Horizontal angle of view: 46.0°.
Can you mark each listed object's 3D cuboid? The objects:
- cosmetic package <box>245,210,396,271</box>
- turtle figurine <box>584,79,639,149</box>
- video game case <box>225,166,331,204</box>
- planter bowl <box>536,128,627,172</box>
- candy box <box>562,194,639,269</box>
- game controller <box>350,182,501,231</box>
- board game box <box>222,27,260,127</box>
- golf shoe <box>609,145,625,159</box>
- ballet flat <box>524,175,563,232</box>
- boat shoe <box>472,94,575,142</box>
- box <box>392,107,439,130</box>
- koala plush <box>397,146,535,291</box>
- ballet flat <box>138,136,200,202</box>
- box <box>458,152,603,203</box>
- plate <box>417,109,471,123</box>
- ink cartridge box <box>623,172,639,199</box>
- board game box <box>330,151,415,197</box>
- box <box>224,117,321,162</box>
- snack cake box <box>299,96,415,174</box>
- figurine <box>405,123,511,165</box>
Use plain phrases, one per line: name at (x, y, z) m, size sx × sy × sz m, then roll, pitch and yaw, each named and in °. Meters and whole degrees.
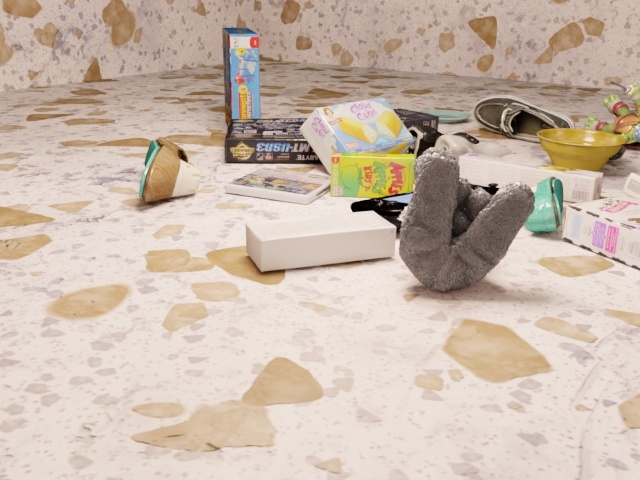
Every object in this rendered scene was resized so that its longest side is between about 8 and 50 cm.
cosmetic package at (0.000, 0.000, 1.281) m, size 0.239 × 0.060 × 0.099 m, roll -6°, pitch 19°, yaw -19°
turtle figurine at (0.838, -0.368, 2.190) m, size 0.274 × 0.198 × 0.266 m, roll 5°, pitch 15°, yaw 0°
video game case at (-0.083, -0.125, 1.698) m, size 0.201 × 0.023 × 0.183 m, roll 10°, pitch 21°, yaw 21°
planter bowl at (0.654, -0.221, 1.910) m, size 0.217 × 0.090 × 0.217 m, roll 2°, pitch 19°, yaw -1°
candy box at (0.565, -0.017, 1.346) m, size 0.164 × 0.070 × 0.196 m, roll -10°, pitch 23°, yaw -29°
game controller at (0.219, -0.077, 1.508) m, size 0.319 × 0.067 × 0.166 m, roll -11°, pitch 22°, yaw -32°
board game box at (-0.245, -0.489, 2.312) m, size 0.086 × 0.302 × 0.308 m, roll -3°, pitch 19°, yaw -11°
golf shoe at (0.728, -0.252, 2.055) m, size 0.198 × 0.077 × 0.094 m, roll 18°, pitch 10°, yaw 29°
ballet flat at (0.437, -0.074, 1.500) m, size 0.087 × 0.083 × 0.247 m, roll -7°, pitch 13°, yaw 21°
boat shoe at (0.603, -0.372, 2.296) m, size 0.335 × 0.121 × 0.119 m, roll 19°, pitch 21°, yaw 36°
box at (0.229, -0.319, 2.164) m, size 0.158 × 0.093 × 0.156 m, roll -14°, pitch 25°, yaw -40°
koala plush at (0.210, -0.024, 1.226) m, size 0.196 × 0.203 × 0.221 m, roll 24°, pitch 5°, yaw 2°
ballet flat at (-0.329, -0.151, 1.666) m, size 0.124 × 0.116 × 0.342 m, roll 17°, pitch 11°, yaw -15°
box at (0.472, -0.144, 1.717) m, size 0.324 × 0.067 × 0.063 m, roll 13°, pitch 22°, yaw 34°
plate at (0.422, -0.423, 2.583) m, size 0.188 × 0.024 × 0.188 m, roll 2°, pitch 19°, yaw -1°
ink cartridge box at (0.778, -0.070, 1.577) m, size 0.224 × 0.056 × 0.181 m, roll 17°, pitch 16°, yaw -12°
board game box at (0.113, -0.143, 1.651) m, size 0.181 × 0.092 × 0.043 m, roll 2°, pitch 19°, yaw 4°
box at (-0.109, -0.277, 2.057) m, size 0.295 × 0.073 × 0.293 m, roll -1°, pitch 19°, yaw -5°
snack cake box at (0.096, -0.267, 1.903) m, size 0.264 × 0.089 × 0.152 m, roll -19°, pitch 71°, yaw -44°
figurine at (0.366, -0.247, 1.990) m, size 0.209 × 0.092 × 0.215 m, roll -5°, pitch 21°, yaw -29°
